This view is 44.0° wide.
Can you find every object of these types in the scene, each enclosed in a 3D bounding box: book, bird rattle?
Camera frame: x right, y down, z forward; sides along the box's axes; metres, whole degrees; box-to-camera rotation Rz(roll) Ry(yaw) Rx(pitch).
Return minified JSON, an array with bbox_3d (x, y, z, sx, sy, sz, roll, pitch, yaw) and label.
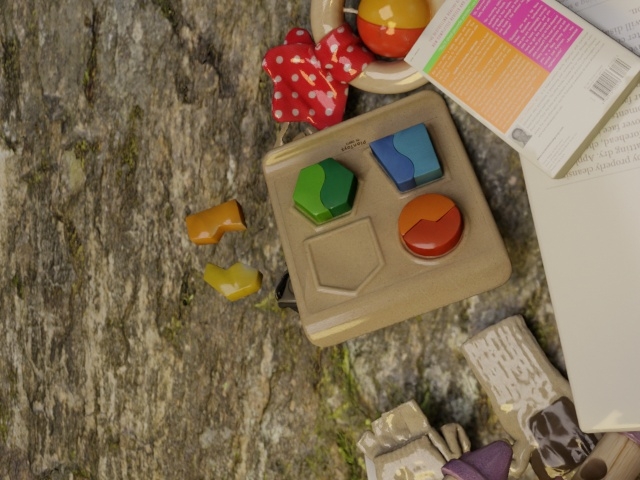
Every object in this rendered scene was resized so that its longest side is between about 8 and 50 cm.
[{"bbox_3d":[0.142,-0.125,0.560,0.144,0.035,0.096,46,117,23],"label":"book"},{"bbox_3d":[0.044,-0.230,0.828,0.206,0.143,0.254,15,109,17],"label":"bird rattle"}]

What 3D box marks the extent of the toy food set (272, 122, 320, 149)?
[{"bbox_3d":[0.000,-0.091,0.941,0.122,0.019,0.078,34,115,19],"label":"toy food set"}]

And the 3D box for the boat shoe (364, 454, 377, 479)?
[{"bbox_3d":[0.136,0.354,0.858,0.102,0.108,0.301,-23,67,4],"label":"boat shoe"}]

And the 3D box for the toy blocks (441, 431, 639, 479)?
[{"bbox_3d":[0.272,0.210,0.574,0.309,0.260,0.288,52,163,-20],"label":"toy blocks"}]

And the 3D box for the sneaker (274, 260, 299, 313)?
[{"bbox_3d":[0.000,0.000,0.877,0.087,0.130,0.228,-15,90,34],"label":"sneaker"}]

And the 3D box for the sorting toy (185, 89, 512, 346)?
[{"bbox_3d":[0.013,-0.014,0.810,0.307,0.041,0.229,-20,64,8],"label":"sorting toy"}]

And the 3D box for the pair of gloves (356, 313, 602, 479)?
[{"bbox_3d":[0.172,0.218,0.807,0.240,0.042,0.204,-41,70,11],"label":"pair of gloves"}]

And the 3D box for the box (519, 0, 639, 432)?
[{"bbox_3d":[0.279,-0.051,0.620,0.168,0.215,0.346,-13,89,37],"label":"box"}]
